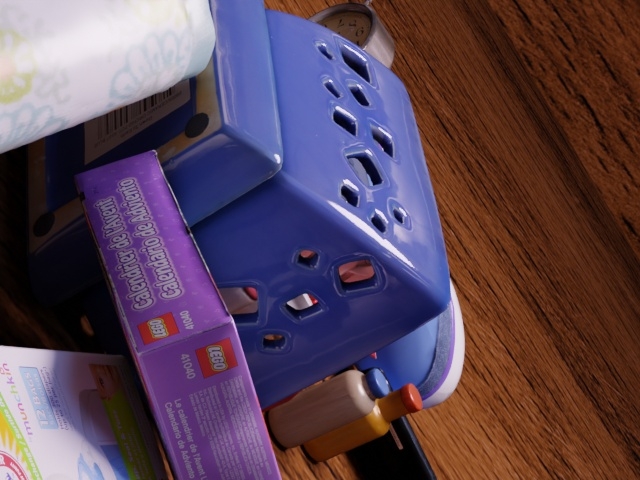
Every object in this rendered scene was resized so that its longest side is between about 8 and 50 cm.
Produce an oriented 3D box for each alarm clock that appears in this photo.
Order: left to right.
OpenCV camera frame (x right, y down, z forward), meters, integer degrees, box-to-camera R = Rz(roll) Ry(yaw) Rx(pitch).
[{"bbox_3d":[0.014,-0.173,1.771,0.064,0.129,0.192,54,22,-31],"label":"alarm clock"}]

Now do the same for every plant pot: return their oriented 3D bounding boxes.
[{"bbox_3d":[-0.073,-0.038,1.190,0.212,0.236,0.236,41,29,-39],"label":"plant pot"}]

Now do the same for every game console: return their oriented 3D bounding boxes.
[{"bbox_3d":[0.061,0.167,1.544,0.071,0.107,0.122,-30,94,-44],"label":"game console"}]

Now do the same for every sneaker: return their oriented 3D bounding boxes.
[{"bbox_3d":[0.000,-0.001,1.532,0.236,0.130,0.322,9,60,-60],"label":"sneaker"}]

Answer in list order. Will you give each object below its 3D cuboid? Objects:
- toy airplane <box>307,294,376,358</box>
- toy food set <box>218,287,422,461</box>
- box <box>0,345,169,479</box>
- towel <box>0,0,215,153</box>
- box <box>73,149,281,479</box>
[{"bbox_3d":[-0.001,0.055,1.471,0.151,0.028,0.151,38,-14,11],"label":"toy airplane"},{"bbox_3d":[-0.018,0.075,1.382,0.232,0.104,0.111,61,18,-10],"label":"toy food set"},{"bbox_3d":[-0.172,0.125,0.882,0.203,0.103,0.114,16,50,-67],"label":"box"},{"bbox_3d":[-0.254,-0.219,0.968,0.320,0.090,0.374,-28,88,-46],"label":"towel"},{"bbox_3d":[-0.068,0.117,1.031,0.201,0.057,0.293,-121,-166,-56],"label":"box"}]
